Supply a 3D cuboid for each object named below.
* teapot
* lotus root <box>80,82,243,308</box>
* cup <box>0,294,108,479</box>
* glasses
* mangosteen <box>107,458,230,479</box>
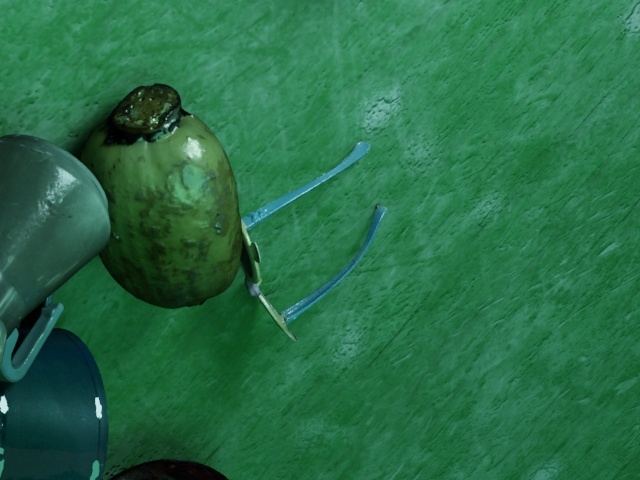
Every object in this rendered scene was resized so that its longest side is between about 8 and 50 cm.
[{"bbox_3d":[-0.323,0.029,1.860,0.225,0.171,0.203,-61,143,-34],"label":"teapot"},{"bbox_3d":[-0.165,-0.025,2.012,0.173,0.173,0.309,-28,137,-16],"label":"lotus root"},{"bbox_3d":[-0.400,0.181,1.945,0.292,0.242,0.308,6,123,-38],"label":"cup"},{"bbox_3d":[-0.021,-0.013,2.225,0.220,0.088,0.189,-48,142,-24],"label":"glasses"},{"bbox_3d":[-0.203,0.412,2.287,0.288,0.288,0.288,-21,134,-23],"label":"mangosteen"}]
